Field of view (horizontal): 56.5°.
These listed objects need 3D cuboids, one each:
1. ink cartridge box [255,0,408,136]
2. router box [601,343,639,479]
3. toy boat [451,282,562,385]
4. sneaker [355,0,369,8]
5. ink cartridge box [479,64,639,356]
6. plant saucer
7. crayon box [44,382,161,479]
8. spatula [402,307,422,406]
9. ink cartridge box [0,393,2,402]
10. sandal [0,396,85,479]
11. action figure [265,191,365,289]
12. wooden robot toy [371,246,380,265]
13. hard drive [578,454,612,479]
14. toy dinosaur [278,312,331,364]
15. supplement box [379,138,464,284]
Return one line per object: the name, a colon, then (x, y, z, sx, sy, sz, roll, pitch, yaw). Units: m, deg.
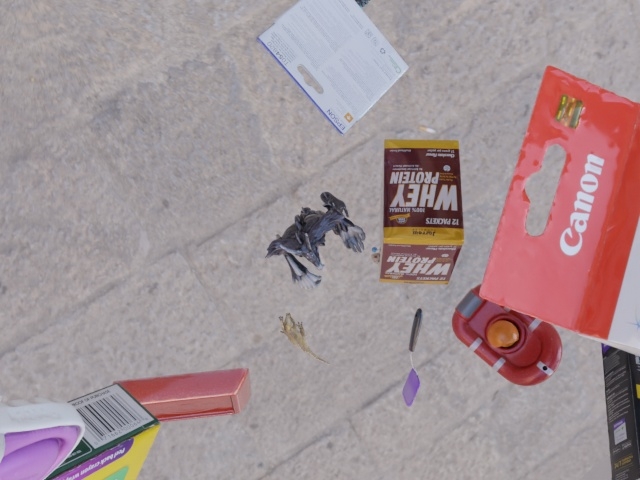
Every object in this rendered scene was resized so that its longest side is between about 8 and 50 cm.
ink cartridge box: (0.021, -0.323, 1.057, 0.223, 0.045, 0.224, 48, 62, -12)
router box: (0.592, 0.275, 0.885, 0.308, 0.243, 0.081, 13, 145, 2)
toy boat: (0.376, 0.192, 1.210, 0.151, 0.231, 0.151, -53, 160, 10)
sneaker: (0.003, -0.510, 1.369, 0.283, 0.122, 0.110, -42, 109, -17)
ink cartridge box: (0.413, -0.015, 0.690, 0.385, 0.091, 0.308, 20, 82, -6)
plant saucer: (-0.273, 0.330, 1.237, 0.258, 0.048, 0.259, -4, 153, -8)
crayon box: (-0.402, 0.371, 0.721, 0.363, 0.106, 0.313, -9, 130, -63)
spatula: (0.250, 0.312, 1.593, 0.030, 0.084, 0.296, -2, 114, -6)
ink cartridge box: (-0.667, 0.355, 0.967, 0.121, 0.289, 0.211, 23, 83, -6)
sandal: (-0.302, 0.210, 0.431, 0.169, 0.102, 0.416, -54, 168, 11)
action figure: (0.000, 0.000, 1.112, 0.164, 0.276, 0.141, -32, 100, 16)
wooden robot toy: (0.187, 0.032, 1.287, 0.173, 0.079, 0.076, -31, 142, 25)
hard drive: (0.461, 0.549, 1.119, 0.040, 0.203, 0.307, 45, 98, 9)
toy dinosaur: (-0.050, 0.222, 1.338, 0.053, 0.092, 0.183, -36, 125, 0)
supplement box: (0.172, -0.046, 1.059, 0.129, 0.194, 0.191, 1, 154, 4)
